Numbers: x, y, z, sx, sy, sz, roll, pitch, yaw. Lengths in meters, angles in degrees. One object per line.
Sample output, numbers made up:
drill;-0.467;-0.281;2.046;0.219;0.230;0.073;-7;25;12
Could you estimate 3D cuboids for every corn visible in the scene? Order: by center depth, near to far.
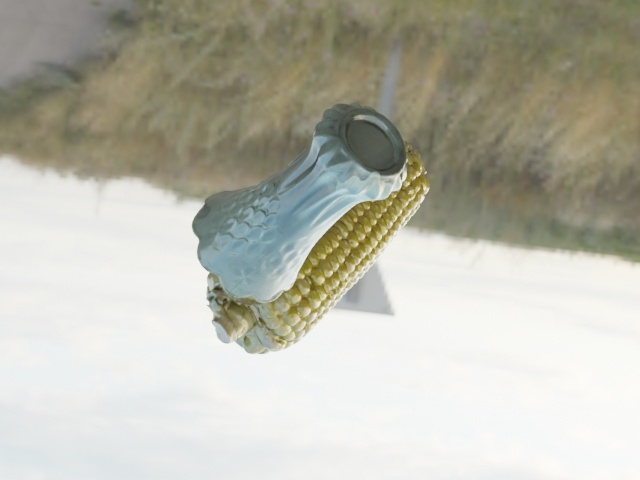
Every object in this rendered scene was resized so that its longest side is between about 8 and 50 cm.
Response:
corn;0.000;0.000;1.492;0.130;0.130;0.347;9;-142;40

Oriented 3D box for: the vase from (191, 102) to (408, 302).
vase;-0.009;-0.026;0.858;0.081;0.081;0.148;5;153;-34
